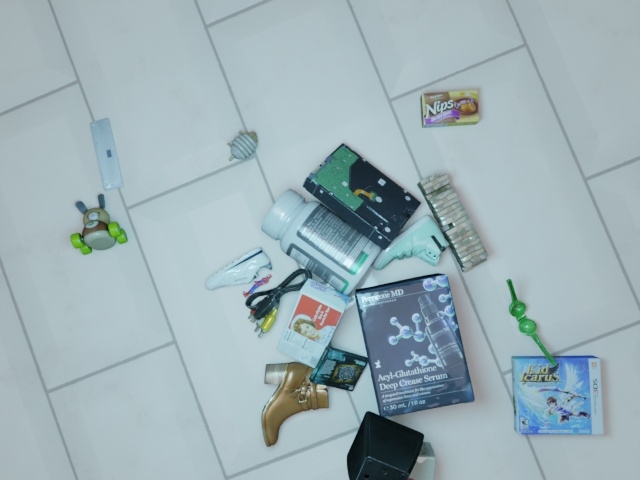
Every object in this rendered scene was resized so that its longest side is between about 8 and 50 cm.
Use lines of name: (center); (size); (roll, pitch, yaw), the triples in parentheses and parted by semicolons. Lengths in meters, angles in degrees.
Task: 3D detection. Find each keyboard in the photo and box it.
keyboard: (-0.763, -0.307, 1.949); (0.072, 0.014, 0.256); (-13, 87, -2)

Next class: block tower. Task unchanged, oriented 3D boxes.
block tower: (0.439, -0.064, 1.808); (0.091, 0.097, 0.335); (-27, 87, 3)

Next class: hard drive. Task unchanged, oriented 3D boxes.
hard drive: (0.137, -0.148, 1.785); (0.339, 0.064, 0.237); (38, 50, 4)

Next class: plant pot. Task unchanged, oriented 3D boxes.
plant pot: (0.181, 0.646, 1.586); (0.187, 0.167, 0.188); (21, 107, 4)

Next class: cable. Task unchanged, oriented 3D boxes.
cable: (-0.144, 0.188, 1.842); (0.287, 0.072, 0.139); (-44, 51, 5)

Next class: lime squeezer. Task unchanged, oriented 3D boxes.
lime squeezer: (0.672, 0.256, 1.772); (0.058, 0.110, 0.310); (-28, 90, -15)

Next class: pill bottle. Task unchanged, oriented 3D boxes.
pill bottle: (0.000, 0.000, 1.782); (0.361, 0.204, 0.204); (35, 90, 4)

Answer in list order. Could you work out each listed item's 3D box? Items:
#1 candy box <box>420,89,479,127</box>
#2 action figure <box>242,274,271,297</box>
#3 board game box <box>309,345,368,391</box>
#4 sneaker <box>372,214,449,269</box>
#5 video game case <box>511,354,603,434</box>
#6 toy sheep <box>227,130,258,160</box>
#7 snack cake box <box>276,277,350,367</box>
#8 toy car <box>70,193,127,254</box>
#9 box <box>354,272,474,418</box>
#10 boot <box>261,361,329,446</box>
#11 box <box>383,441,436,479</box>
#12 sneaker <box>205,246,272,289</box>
candy box: (0.434, -0.444, 1.845); (0.186, 0.053, 0.109); (-3, 88, 3)
action figure: (-0.217, 0.152, 1.875); (0.115, 0.038, 0.030); (-33, 102, 3)
board game box: (0.063, 0.421, 1.786); (0.186, 0.026, 0.126); (24, 96, -38)
sneaker: (0.304, 0.048, 1.804); (0.256, 0.094, 0.151); (-39, 78, 4)
video game case: (0.767, 0.501, 1.777); (0.269, 0.061, 0.244); (-2, 86, 4)
toy sheep: (-0.268, -0.321, 1.877); (0.091, 0.091, 0.132); (41, 86, 5)
snack cake box: (-0.026, 0.271, 1.771); (0.152, 0.089, 0.264); (26, 121, 6)
toy car: (-0.775, -0.069, 1.883); (0.155, 0.149, 0.188); (-18, 74, -9)
box: (0.290, 0.324, 1.744); (0.293, 0.212, 0.396); (-12, 86, 4)
boot: (-0.081, 0.550, 1.827); (0.220, 0.109, 0.284); (4, 81, 0)
box: (0.243, 0.723, 1.762); (0.232, 0.148, 0.127); (5, 88, 5)
sneaker: (-0.281, 0.116, 1.861); (0.235, 0.090, 0.095); (-30, 95, 4)
